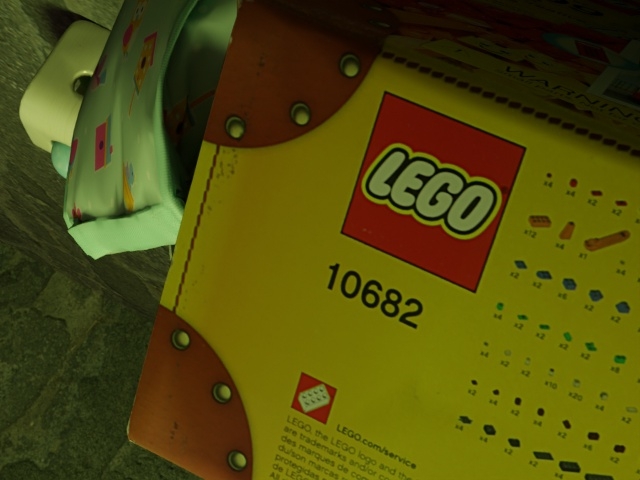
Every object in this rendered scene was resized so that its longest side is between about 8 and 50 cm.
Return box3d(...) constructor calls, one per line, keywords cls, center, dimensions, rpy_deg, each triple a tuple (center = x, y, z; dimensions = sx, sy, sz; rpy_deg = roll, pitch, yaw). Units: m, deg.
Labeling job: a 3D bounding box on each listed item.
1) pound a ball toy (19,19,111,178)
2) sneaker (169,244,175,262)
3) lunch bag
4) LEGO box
box3d(cls="pound a ball toy", center=(-0.124, -0.057, 1.375), dimensions=(0.319, 0.135, 0.208), rpy_deg=(28, 165, 8))
box3d(cls="sneaker", center=(-0.091, -0.066, 1.133), dimensions=(0.086, 0.226, 0.163), rpy_deg=(0, 157, 5))
box3d(cls="lunch bag", center=(-0.040, -0.101, 0.796), dimensions=(0.160, 0.262, 0.223), rpy_deg=(35, 164, -21))
box3d(cls="LEGO box", center=(0.237, 0.055, 0.583), dimensions=(0.500, 0.193, 0.372), rpy_deg=(24, -159, 20))
